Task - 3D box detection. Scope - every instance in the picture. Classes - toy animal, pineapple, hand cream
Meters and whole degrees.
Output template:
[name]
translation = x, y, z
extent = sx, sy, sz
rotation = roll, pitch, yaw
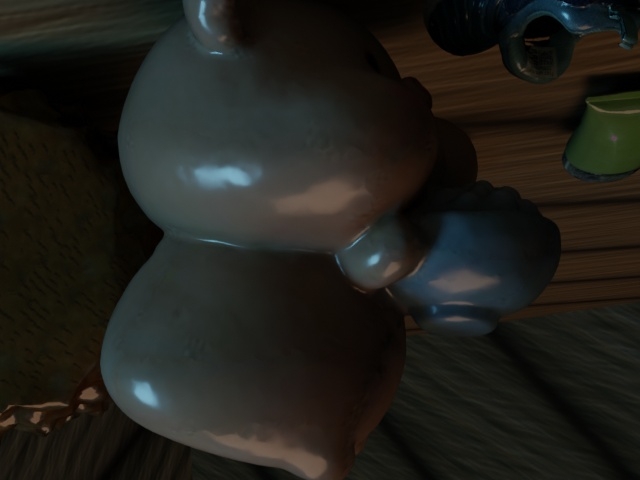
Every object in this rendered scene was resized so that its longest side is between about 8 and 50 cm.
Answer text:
[toy animal]
translation = -0.021, 0.000, 0.668
extent = 0.221, 0.229, 0.210
rotation = -45, 170, 9
[pineapple]
translation = -0.189, 0.012, 0.873
extent = 0.223, 0.223, 0.357
rotation = -5, -179, 2
[hand cream]
translation = 0.232, -0.085, 0.961
extent = 0.095, 0.046, 0.175
rotation = -4, 164, -1

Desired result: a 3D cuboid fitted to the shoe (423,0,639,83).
[shoe]
translation = 0.108, -0.114, 0.625
extent = 0.064, 0.071, 0.143
rotation = 2, 173, -34
